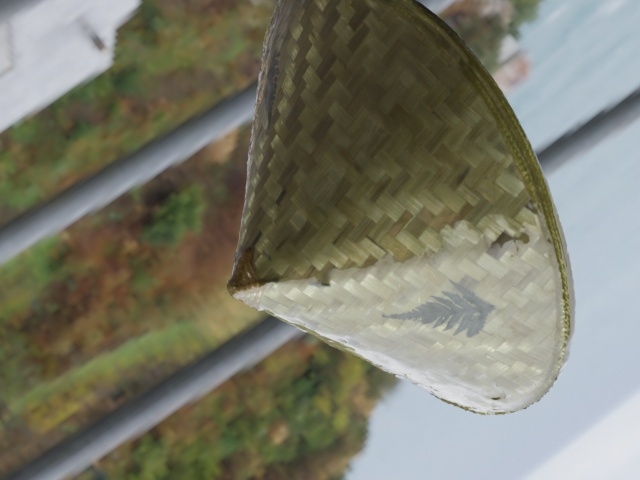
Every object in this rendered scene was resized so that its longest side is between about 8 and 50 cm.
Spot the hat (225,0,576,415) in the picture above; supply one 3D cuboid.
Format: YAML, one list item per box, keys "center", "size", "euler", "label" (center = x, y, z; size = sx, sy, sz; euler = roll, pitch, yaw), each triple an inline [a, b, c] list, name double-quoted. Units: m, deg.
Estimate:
- center: [0.000, 0.000, 0.488]
  size: [0.067, 0.146, 0.146]
  euler: [-27, 166, -25]
  label: "hat"
